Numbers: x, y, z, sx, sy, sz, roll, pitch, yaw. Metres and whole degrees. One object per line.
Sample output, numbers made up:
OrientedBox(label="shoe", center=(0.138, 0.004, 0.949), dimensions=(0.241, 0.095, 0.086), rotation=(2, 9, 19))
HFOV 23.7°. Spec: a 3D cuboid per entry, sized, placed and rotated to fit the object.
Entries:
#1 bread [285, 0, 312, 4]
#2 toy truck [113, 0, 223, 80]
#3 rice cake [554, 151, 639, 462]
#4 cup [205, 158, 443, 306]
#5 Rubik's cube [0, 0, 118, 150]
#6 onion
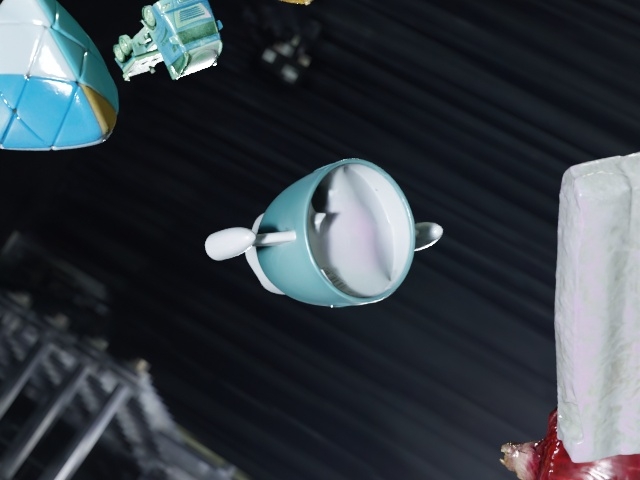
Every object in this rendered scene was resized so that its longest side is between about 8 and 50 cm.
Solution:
OrientedBox(label="bread", center=(-0.028, -0.367, 2.077), dimensions=(0.077, 0.070, 0.083), rotation=(95, -161, -56))
OrientedBox(label="toy truck", center=(-0.167, -0.203, 1.641), dimensions=(0.067, 0.081, 0.175), rotation=(-24, -3, -30))
OrientedBox(label="rice cake", center=(0.257, 0.063, 1.325), dimensions=(0.106, 0.050, 0.298), rotation=(-11, -60, -14))
OrientedBox(label="cup", center=(0.000, 0.000, 1.811), dimensions=(0.299, 0.173, 0.167), rotation=(-1, -97, -34))
OrientedBox(label="Rubik's cube", center=(-0.359, -0.233, 2.080), dimensions=(0.254, 0.254, 0.254), rotation=(-49, -23, -29))
OrientedBox(label="onion", center=(0.316, 0.271, 1.764), dimensions=(0.252, 0.219, 0.252), rotation=(20, -90, -73))
